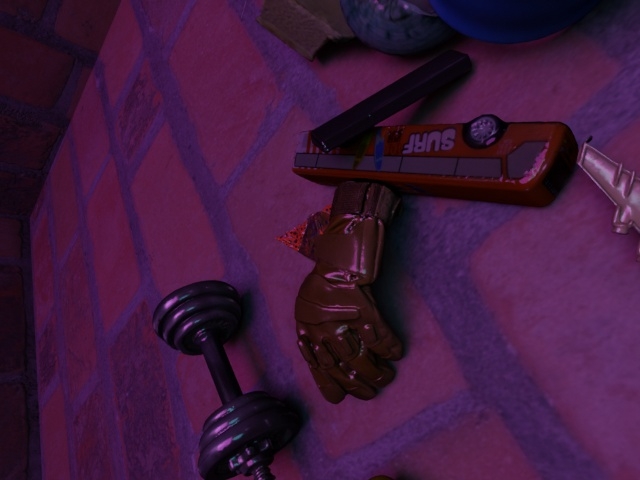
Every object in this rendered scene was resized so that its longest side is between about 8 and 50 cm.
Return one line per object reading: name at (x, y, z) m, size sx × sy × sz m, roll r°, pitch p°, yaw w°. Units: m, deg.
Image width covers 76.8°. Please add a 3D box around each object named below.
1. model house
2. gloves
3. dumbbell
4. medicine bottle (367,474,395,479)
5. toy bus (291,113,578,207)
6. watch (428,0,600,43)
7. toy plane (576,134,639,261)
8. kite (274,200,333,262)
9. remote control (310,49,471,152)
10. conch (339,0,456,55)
model house at (-0.001, -0.450, 0.729) m, size 0.213 × 0.195 × 0.189 m, roll -67°, pitch 21°, yaw -8°
gloves at (0.040, 0.079, 0.588) m, size 0.154 × 0.141 × 0.330 m, roll 9°, pitch 88°, yaw 42°
dumbbell at (-0.181, 0.241, 0.742) m, size 0.179 × 0.179 × 0.406 m, roll -53°, pitch 52°, yaw 23°
medicine bottle at (0.133, 0.378, 0.460) m, size 0.213 × 0.122 × 0.121 m, roll 9°, pitch 89°, yaw 44°
toy bus at (0.124, -0.117, 0.576) m, size 0.409 × 0.093 × 0.092 m, roll 13°, pitch 87°, yaw 44°
watch at (0.194, -0.378, 0.431) m, size 0.306 × 0.241 × 0.274 m, roll 8°, pitch 95°, yaw 15°
toy plane at (0.353, -0.020, 0.349) m, size 0.242 × 0.104 × 0.255 m, roll 14°, pitch 85°, yaw 28°
kite at (0.001, 0.000, 0.730) m, size 0.222 × 0.008 × 0.125 m, roll -32°, pitch 62°, yaw 35°
remote control at (0.098, -0.197, 0.570) m, size 0.245 × 0.025 × 0.063 m, roll -32°, pitch 39°, yaw -5°
conch at (0.124, -0.376, 0.603) m, size 0.196 × 0.134 × 0.202 m, roll 8°, pitch 78°, yaw 0°
